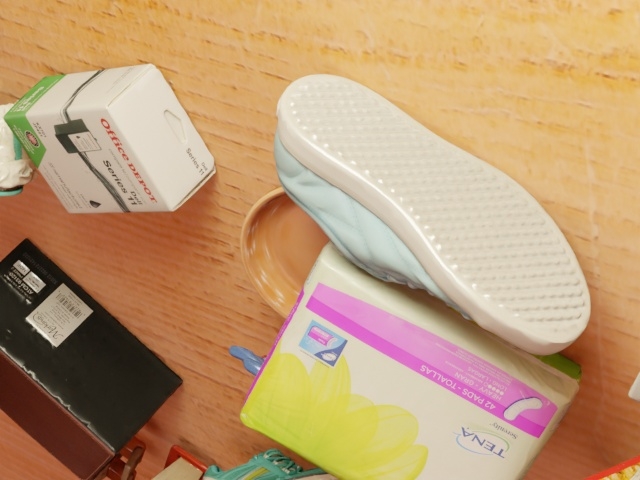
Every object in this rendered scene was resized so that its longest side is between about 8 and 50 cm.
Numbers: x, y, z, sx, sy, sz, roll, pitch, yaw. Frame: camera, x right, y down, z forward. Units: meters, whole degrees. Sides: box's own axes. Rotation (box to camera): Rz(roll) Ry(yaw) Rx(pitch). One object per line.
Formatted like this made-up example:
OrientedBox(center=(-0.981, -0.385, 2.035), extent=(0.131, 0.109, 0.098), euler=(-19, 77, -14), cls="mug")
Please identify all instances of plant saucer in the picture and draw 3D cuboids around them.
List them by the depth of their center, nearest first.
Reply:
OrientedBox(center=(0.012, 0.017, 1.614), extent=(0.200, 0.037, 0.200), euler=(11, 127, 15), cls="plant saucer")

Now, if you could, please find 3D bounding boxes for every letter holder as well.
OrientedBox(center=(-0.380, 0.181, 2.168), extent=(0.302, 0.152, 0.214), euler=(42, 150, -1), cls="letter holder")

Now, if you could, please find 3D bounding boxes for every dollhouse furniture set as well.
OrientedBox(center=(-0.220, 0.409, 2.323), extent=(0.262, 0.135, 0.259), euler=(34, 136, 12), cls="dollhouse furniture set")

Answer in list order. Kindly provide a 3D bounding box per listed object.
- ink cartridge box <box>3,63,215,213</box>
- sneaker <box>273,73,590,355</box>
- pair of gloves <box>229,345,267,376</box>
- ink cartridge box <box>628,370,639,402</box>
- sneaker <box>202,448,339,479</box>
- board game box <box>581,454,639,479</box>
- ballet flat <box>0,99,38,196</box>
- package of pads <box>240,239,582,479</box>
OrientedBox(center=(-0.241, -0.113, 1.727), extent=(0.208, 0.087, 0.153), euler=(-1, 129, 46), cls="ink cartridge box")
OrientedBox(center=(0.101, -0.008, 1.459), extent=(0.366, 0.135, 0.150), euler=(44, 151, 19), cls="sneaker")
OrientedBox(center=(-0.031, 0.189, 1.838), extent=(0.159, 0.023, 0.198), euler=(41, 180, 22), cls="pair of gloves")
OrientedBox(center=(0.340, 0.064, 1.282), extent=(0.072, 0.127, 0.175), euler=(30, 147, 14), cls="ink cartridge box")
OrientedBox(center=(-0.066, 0.331, 2.053), extent=(0.275, 0.110, 0.107), euler=(-14, 138, 33), cls="sneaker")
OrientedBox(center=(0.273, 0.276, 1.544), extent=(0.045, 0.193, 0.147), euler=(64, 152, 18), cls="board game box")
OrientedBox(center=(-0.519, -0.166, 1.953), extent=(0.408, 0.147, 0.147), euler=(16, 140, 30), cls="ballet flat")
OrientedBox(center=(0.088, 0.164, 1.571), extent=(0.296, 0.101, 0.229), euler=(29, 117, 3), cls="package of pads")
